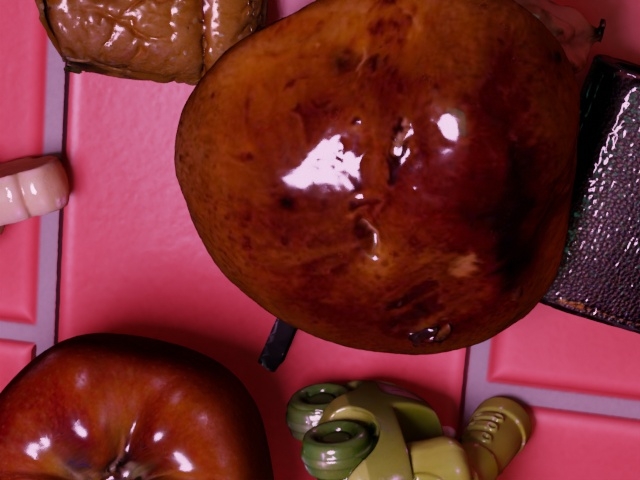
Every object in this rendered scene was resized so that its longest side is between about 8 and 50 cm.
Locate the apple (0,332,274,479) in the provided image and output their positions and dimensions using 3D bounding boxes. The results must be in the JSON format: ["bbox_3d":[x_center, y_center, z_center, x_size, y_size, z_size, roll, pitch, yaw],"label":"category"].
[{"bbox_3d":[-0.173,0.218,1.475,0.288,0.317,0.288,0,78,-2],"label":"apple"}]

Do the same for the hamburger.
[{"bbox_3d":[-0.148,-0.219,1.466,0.206,0.130,0.183,3,106,6],"label":"hamburger"}]

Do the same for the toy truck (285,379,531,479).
[{"bbox_3d":[0.073,0.200,1.497,0.210,0.187,0.148,-4,108,10],"label":"toy truck"}]

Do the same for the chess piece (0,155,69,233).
[{"bbox_3d":[-0.415,-0.012,1.571,0.397,0.117,0.117,-14,101,10],"label":"chess piece"}]

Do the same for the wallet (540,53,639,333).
[{"bbox_3d":[0.317,-0.017,1.470,0.262,0.071,0.221,18,105,-2],"label":"wallet"}]

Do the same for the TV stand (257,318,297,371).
[{"bbox_3d":[0.000,0.000,1.539,0.042,0.036,0.249,25,106,2],"label":"TV stand"}]

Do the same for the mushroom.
[{"bbox_3d":[0.071,-0.068,1.412,0.345,0.260,0.345,9,130,10],"label":"mushroom"}]
